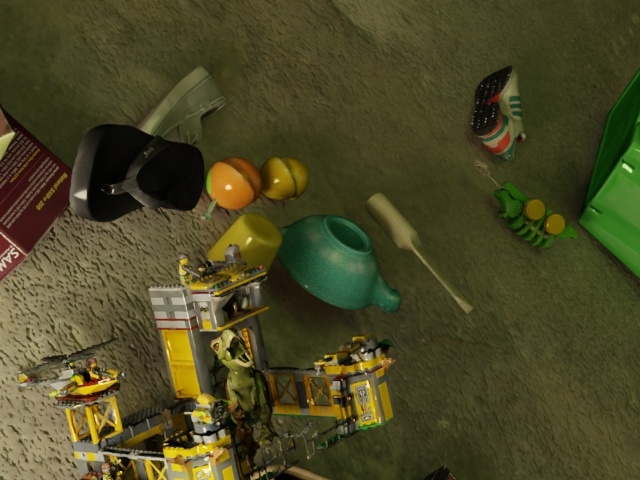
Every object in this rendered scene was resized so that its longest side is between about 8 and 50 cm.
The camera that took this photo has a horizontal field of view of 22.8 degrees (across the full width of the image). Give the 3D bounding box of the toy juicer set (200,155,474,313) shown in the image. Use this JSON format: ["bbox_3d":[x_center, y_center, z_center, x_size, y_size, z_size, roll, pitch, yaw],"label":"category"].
[{"bbox_3d":[0.000,0.000,1.815,0.329,0.089,0.209,15,34,-33],"label":"toy juicer set"}]

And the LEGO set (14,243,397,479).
[{"bbox_3d":[-0.098,0.112,1.480,0.331,0.255,0.192,-20,104,-39],"label":"LEGO set"}]

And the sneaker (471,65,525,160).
[{"bbox_3d":[0.256,-0.175,2.219,0.075,0.057,0.161,52,34,-28],"label":"sneaker"}]

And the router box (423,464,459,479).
[{"bbox_3d":[0.149,0.322,1.736,0.122,0.038,0.092,48,39,-6],"label":"router box"}]

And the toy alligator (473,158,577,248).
[{"bbox_3d":[0.264,-0.038,2.119,0.189,0.056,0.051,33,83,-22],"label":"toy alligator"}]

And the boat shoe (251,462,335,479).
[{"bbox_3d":[0.041,0.304,1.596,0.302,0.098,0.109,29,44,-26],"label":"boat shoe"}]

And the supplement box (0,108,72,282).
[{"bbox_3d":[-0.357,-0.084,1.522,0.239,0.073,0.130,43,39,-10],"label":"supplement box"}]

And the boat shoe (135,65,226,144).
[{"bbox_3d":[-0.158,-0.131,1.769,0.063,0.066,0.184,45,30,-7],"label":"boat shoe"}]

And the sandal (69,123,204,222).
[{"bbox_3d":[-0.176,-0.071,1.627,0.254,0.054,0.097,-12,108,-66],"label":"sandal"}]

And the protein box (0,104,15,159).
[{"bbox_3d":[-0.389,-0.081,1.328,0.201,0.200,0.136,-27,87,-24],"label":"protein box"}]

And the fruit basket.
[{"bbox_3d":[0.583,-0.068,2.309,0.392,0.283,0.392,15,44,-15],"label":"fruit basket"}]
